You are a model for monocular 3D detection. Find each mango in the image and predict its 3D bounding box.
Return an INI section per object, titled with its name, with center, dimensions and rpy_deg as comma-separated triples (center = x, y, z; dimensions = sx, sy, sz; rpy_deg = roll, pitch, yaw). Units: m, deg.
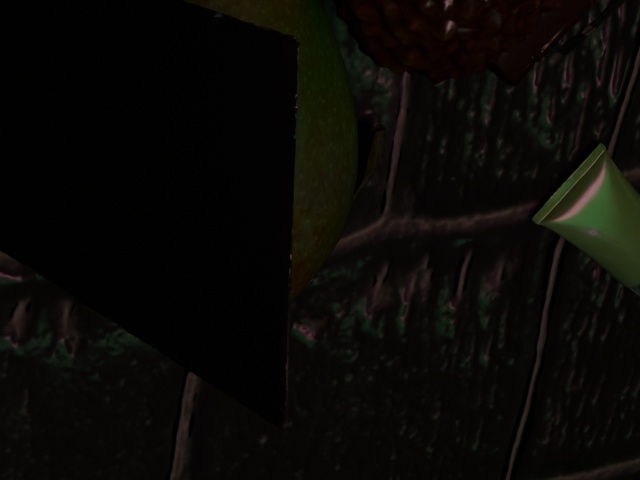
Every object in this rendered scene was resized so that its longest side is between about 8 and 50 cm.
[mango]
center = -0.080, -0.106, 0.835
dimensions = 0.201, 0.225, 0.382
rpy_deg = -23, 126, -43

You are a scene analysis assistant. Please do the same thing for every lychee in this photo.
[lychee]
center = 0.093, -0.246, 0.813
dimensions = 0.236, 0.236, 0.271
rpy_deg = 7, 117, -23

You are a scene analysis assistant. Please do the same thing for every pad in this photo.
[pad]
center = -0.147, -0.056, 0.768
dimensions = 0.007, 0.367, 0.247
rpy_deg = -23, 126, -41

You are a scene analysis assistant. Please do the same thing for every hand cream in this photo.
[hand cream]
center = 0.288, -0.008, 1.123
dimensions = 0.175, 0.046, 0.095
rpy_deg = 38, 100, -25

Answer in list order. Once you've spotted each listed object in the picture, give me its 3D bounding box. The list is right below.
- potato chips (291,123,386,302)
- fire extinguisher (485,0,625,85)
[potato chips]
center = 0.000, 0.000, 0.970
dimensions = 0.026, 0.142, 0.209
rpy_deg = 31, 108, -5
[fire extinguisher]
center = 0.250, -0.270, 0.941
dimensions = 0.341, 0.105, 0.141
rpy_deg = -45, 140, 6
